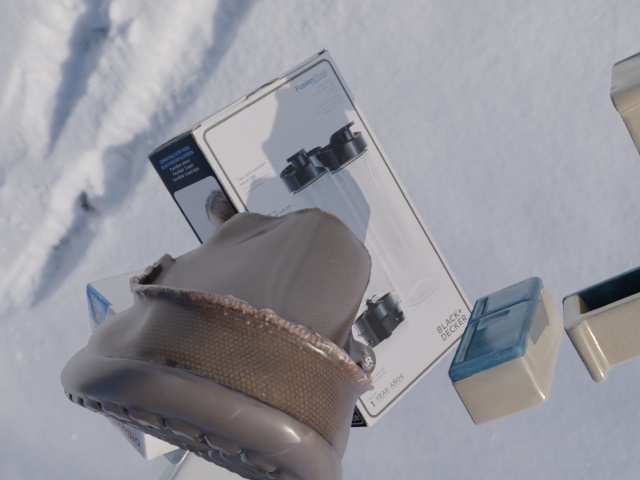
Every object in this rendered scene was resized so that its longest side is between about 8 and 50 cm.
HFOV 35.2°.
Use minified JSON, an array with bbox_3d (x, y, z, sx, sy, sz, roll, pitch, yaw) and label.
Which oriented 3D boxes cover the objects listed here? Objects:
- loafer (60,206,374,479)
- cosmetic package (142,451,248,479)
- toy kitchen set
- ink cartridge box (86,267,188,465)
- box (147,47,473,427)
[{"bbox_3d":[-0.040,0.035,0.535,0.134,0.130,0.366,25,178,-6],"label":"loafer"},{"bbox_3d":[-0.117,0.298,1.082,0.155,0.197,0.365,33,169,-5],"label":"cosmetic package"},{"bbox_3d":[0.162,-0.010,0.641,0.207,0.122,0.166,-25,100,24],"label":"toy kitchen set"},{"bbox_3d":[-0.130,0.104,0.841,0.092,0.090,0.143,30,128,50],"label":"ink cartridge box"},{"bbox_3d":[0.000,0.000,0.890,0.087,0.169,0.290,-16,109,54],"label":"box"}]
